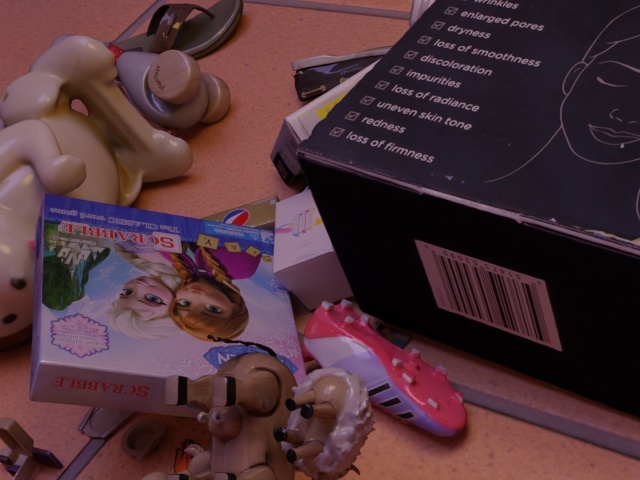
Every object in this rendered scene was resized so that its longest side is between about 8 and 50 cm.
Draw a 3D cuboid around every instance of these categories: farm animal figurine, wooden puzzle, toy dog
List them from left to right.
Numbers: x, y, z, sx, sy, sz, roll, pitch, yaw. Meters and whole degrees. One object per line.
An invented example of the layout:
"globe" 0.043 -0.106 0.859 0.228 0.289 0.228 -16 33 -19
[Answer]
"toy dog" -0.435 -0.047 1.712 0.395 0.284 0.408 -6 44 26
"toy dog" -0.306 -0.231 1.948 0.334 0.220 0.161 14 84 47
"farm animal figurine" -0.092 0.262 1.262 0.330 0.172 0.327 15 94 38
"wooden puzzle" 0.079 0.128 1.464 0.049 0.006 0.083 20 57 41

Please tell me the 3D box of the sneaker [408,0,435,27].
"sneaker" 0.239 -0.350 1.814 0.115 0.105 0.281 23 32 22

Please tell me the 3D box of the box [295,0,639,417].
"box" 0.320 -0.100 1.357 0.480 0.297 0.472 19 57 37

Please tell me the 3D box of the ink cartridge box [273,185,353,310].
"ink cartridge box" 0.000 0.000 1.553 0.090 0.092 0.143 -21 43 22

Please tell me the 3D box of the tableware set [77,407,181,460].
"tableware set" -0.223 0.210 1.515 0.169 0.020 0.141 17 55 39

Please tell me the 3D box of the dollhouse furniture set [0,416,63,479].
"dollhouse furniture set" -0.395 0.273 1.460 0.091 0.114 0.081 7 53 29

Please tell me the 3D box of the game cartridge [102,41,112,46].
"game cartridge" -0.423 -0.342 2.238 0.056 0.017 0.083 -10 41 11

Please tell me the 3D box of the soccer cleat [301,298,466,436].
"soccer cleat" 0.070 0.163 1.388 0.083 0.095 0.248 -4 33 -47

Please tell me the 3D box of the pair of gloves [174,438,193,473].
"pair of gloves" -0.136 0.259 1.423 0.083 0.010 0.074 -15 39 7

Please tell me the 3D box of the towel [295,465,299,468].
"towel" 0.002 0.232 1.384 0.060 0.009 0.083 -3 43 25

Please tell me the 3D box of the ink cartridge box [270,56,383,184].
"ink cartridge box" 0.080 -0.196 1.646 0.307 0.072 0.303 -30 -3 -8

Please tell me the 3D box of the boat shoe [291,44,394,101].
"boat shoe" 0.068 -0.264 1.864 0.228 0.068 0.081 -5 8 19

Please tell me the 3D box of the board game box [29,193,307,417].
"board game box" -0.191 0.082 1.469 0.319 0.066 0.318 9 36 -19

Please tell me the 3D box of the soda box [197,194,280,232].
"soda box" -0.134 -0.001 1.672 0.181 0.061 0.058 -17 40 9

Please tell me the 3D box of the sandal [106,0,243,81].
"sandal" -0.280 -0.372 2.141 0.303 0.086 0.120 -21 40 2
